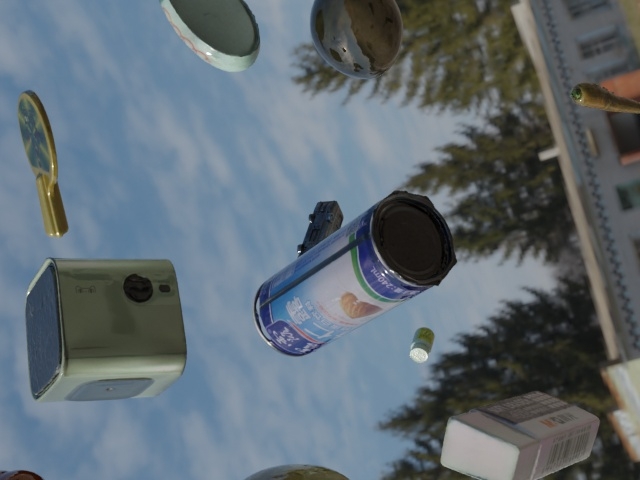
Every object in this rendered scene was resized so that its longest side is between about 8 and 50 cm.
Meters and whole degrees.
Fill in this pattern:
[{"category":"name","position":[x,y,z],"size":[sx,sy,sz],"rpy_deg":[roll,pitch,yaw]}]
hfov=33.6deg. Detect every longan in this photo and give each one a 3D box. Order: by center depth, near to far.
[{"category":"longan","position":[0.065,-0.366,1.850],"size":[0.204,0.159,0.185],"rpy_deg":[72,176,-72]}]

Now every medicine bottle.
[{"category":"medicine bottle","position":[0.229,0.235,2.388],"size":[0.047,0.047,0.083],"rpy_deg":[65,-155,-21]}]

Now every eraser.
[{"category":"eraser","position":[0.317,0.310,1.659],"size":[0.287,0.130,0.086],"rpy_deg":[-1,-75,-53]}]

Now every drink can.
[{"category":"drink can","position":[0.027,0.039,1.044],"size":[0.097,0.235,0.097],"rpy_deg":[15,-119,-28]}]

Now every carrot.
[{"category":"carrot","position":[0.571,-0.269,2.059],"size":[0.254,0.049,0.049],"rpy_deg":[6,-116,-39]}]

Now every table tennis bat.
[{"category":"table tennis bat","position":[-0.583,-0.160,2.237],"size":[0.198,0.050,0.320],"rpy_deg":[23,124,55]}]

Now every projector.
[{"category":"projector","position":[-0.429,0.177,2.086],"size":[0.249,0.248,0.248],"rpy_deg":[1,-114,-30]}]

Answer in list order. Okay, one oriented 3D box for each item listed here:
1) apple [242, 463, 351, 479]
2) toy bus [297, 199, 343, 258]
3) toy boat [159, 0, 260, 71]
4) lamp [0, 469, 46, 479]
[{"category":"apple","position":[-0.035,0.574,1.997],"size":[0.338,0.305,0.338],"rpy_deg":[63,-174,-12]},{"category":"toy bus","position":[0.000,0.000,1.954],"size":[0.065,0.047,0.166],"rpy_deg":[62,-144,-42]},{"category":"toy boat","position":[-0.192,-0.381,1.858],"size":[0.207,0.079,0.134],"rpy_deg":[47,-121,-2]},{"category":"lamp","position":[-0.481,0.460,1.612],"size":[0.196,0.223,0.223],"rpy_deg":[65,-165,-59]}]
